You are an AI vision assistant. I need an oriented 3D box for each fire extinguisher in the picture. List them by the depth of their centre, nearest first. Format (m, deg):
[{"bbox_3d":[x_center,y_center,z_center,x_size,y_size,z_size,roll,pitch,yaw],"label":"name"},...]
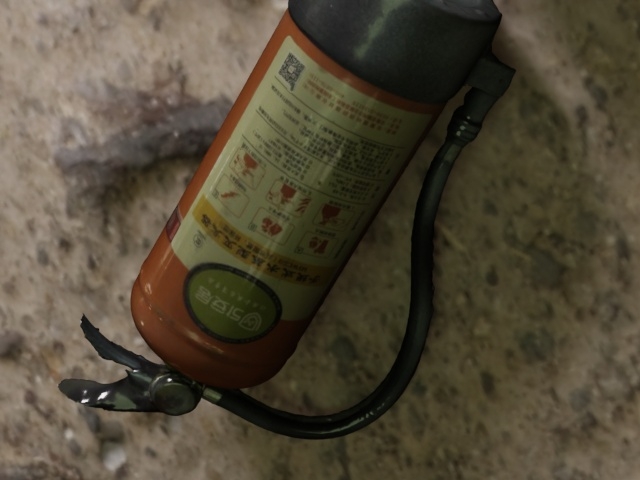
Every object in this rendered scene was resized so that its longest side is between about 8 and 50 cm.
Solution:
[{"bbox_3d":[-0.005,0.002,1.049,0.200,0.113,0.376,36,116,5],"label":"fire extinguisher"}]
